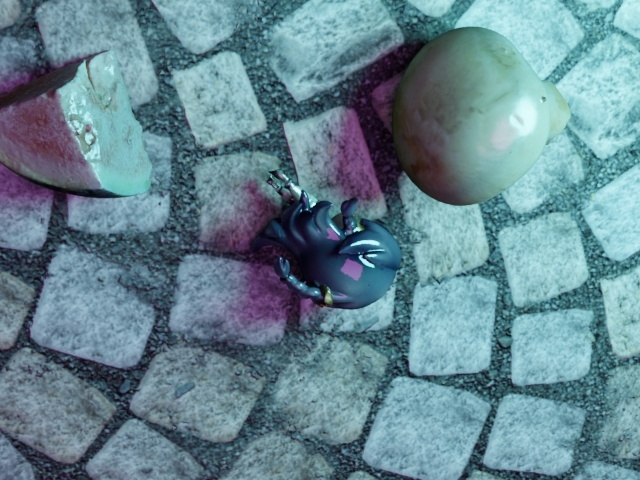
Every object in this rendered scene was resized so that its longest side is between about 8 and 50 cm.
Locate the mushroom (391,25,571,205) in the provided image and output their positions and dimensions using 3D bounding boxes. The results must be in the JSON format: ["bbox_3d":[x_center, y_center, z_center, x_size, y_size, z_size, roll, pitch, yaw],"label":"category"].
[{"bbox_3d":[0.273,-0.193,1.879,0.290,0.292,0.292,5,111,-43],"label":"mushroom"}]

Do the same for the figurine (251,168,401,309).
[{"bbox_3d":[0.007,0.008,1.925,0.265,0.175,0.197,19,96,-9],"label":"figurine"}]

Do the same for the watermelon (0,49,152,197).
[{"bbox_3d":[-0.402,-0.175,1.809,0.310,0.193,0.231,32,120,-6],"label":"watermelon"}]
